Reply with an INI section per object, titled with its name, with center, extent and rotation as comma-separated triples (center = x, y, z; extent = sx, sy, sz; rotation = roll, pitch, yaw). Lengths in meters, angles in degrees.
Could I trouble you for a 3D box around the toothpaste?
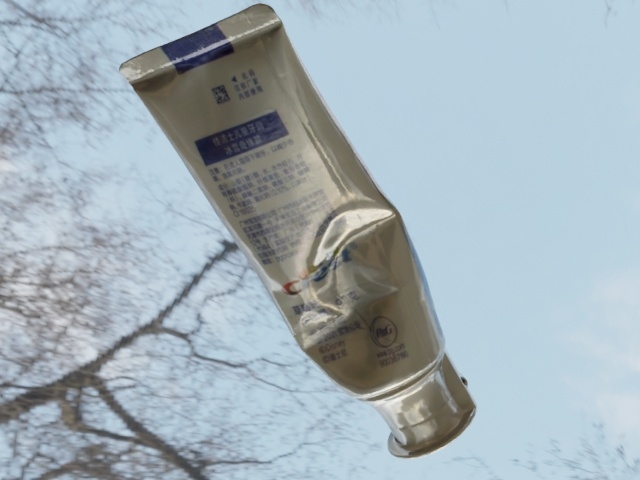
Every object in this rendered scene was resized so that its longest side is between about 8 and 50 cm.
[toothpaste]
center = 0.000, 0.000, 0.800
extent = 0.096, 0.061, 0.266
rotation = -19, -65, 28
